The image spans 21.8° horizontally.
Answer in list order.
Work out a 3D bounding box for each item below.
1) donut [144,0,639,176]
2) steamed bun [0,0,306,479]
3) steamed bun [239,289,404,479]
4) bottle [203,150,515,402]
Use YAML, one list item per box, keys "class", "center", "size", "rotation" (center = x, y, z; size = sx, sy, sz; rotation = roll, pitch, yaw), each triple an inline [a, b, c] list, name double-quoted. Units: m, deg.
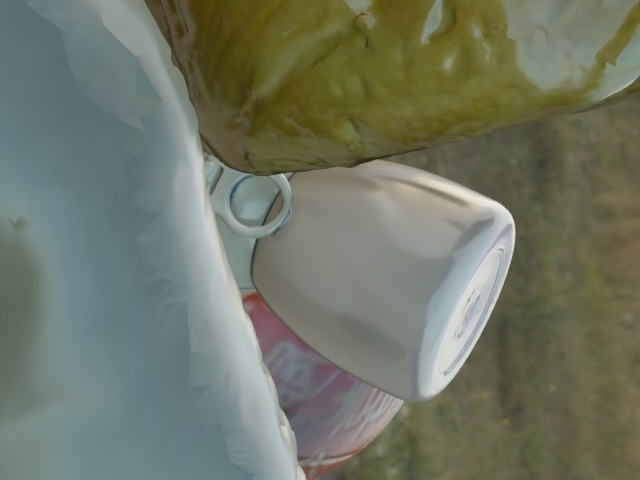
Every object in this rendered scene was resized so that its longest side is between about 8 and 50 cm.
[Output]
- class: "donut"
  center: [0.087, -0.144, 0.658]
  size: [0.360, 0.360, 0.170]
  rotation: [-51, 124, -71]
- class: "steamed bun"
  center: [-0.178, -0.020, 0.462]
  size: [0.367, 0.255, 0.342]
  rotation: [69, -13, -16]
- class: "steamed bun"
  center: [-0.060, 0.096, 1.564]
  size: [0.241, 0.374, 0.374]
  rotation: [55, -7, 46]
- class: "bottle"
  center: [0.000, 0.000, 1.135]
  size: [0.147, 0.237, 0.147]
  rotation: [-54, 159, -31]
